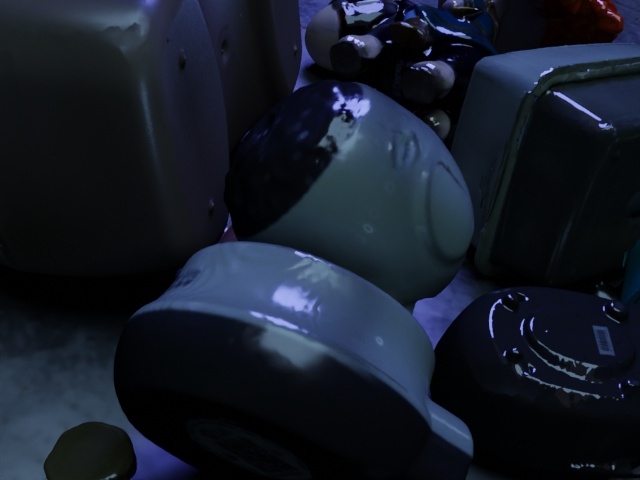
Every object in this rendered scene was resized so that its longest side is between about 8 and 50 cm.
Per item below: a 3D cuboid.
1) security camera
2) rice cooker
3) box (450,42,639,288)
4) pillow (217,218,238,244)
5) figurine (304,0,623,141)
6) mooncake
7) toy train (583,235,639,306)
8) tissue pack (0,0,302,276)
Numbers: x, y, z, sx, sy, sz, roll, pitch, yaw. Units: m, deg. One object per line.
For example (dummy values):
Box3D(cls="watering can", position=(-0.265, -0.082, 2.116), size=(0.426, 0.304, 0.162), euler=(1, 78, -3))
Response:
Box3D(cls="security camera", position=(0.005, 0.018, 0.482), size=(0.191, 0.197, 0.277), euler=(36, 56, -18))
Box3D(cls="rice cooker", position=(0.190, 0.111, 0.564), size=(0.203, 0.118, 0.142), euler=(8, 44, -2))
Box3D(cls="box", position=(0.273, -0.081, 0.718), size=(0.290, 0.220, 0.166), euler=(-13, 38, -29))
Box3D(cls="pillow", position=(0.000, 0.000, 0.643), size=(0.171, 0.075, 0.179), euler=(27, 46, 0))
Box3D(cls="figurine", position=(0.177, -0.252, 0.874), size=(0.412, 0.241, 0.306), euler=(-24, 29, -15))
Box3D(cls="mooncake", position=(-0.018, 0.213, 0.437), size=(0.150, 0.057, 0.347), euler=(-35, 66, -27))
Box3D(cls="toy train", position=(0.340, 0.070, 0.632), size=(0.198, 0.154, 0.107), euler=(26, 47, 7))
Box3D(cls="tissue pack", position=(-0.184, -0.165, 0.606), size=(0.277, 0.267, 0.387), euler=(8, 43, 9))
